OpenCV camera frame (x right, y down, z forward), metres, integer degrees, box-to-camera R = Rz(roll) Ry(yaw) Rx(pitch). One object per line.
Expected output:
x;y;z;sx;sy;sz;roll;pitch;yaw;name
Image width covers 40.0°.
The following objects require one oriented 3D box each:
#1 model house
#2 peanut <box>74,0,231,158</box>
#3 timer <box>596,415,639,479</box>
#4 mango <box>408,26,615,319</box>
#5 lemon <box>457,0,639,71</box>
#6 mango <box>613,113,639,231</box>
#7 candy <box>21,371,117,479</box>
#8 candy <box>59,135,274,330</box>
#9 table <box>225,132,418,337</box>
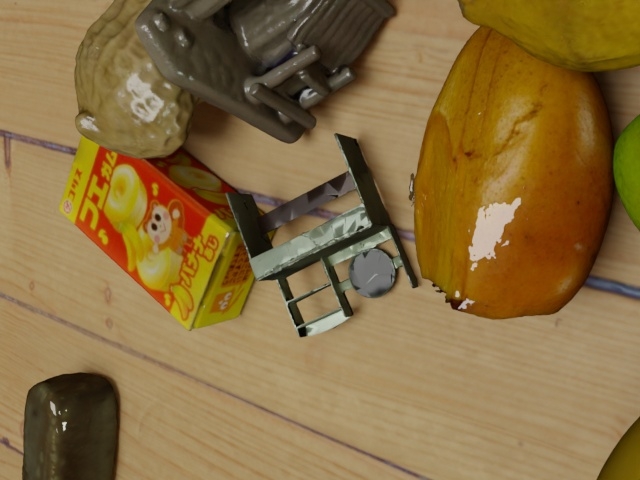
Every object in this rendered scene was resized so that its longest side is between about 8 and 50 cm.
-0.043;-0.217;0.870;0.188;0.229;0.122;-31;49;31;model house
-0.186;-0.201;0.999;0.197;0.110;0.233;37;84;21;peanut
0.358;0.261;0.562;0.376;0.376;0.387;-15;124;38;timer
0.168;-0.071;0.757;0.187;0.138;0.257;30;111;62;mango
0.224;-0.241;0.619;0.288;0.233;0.233;-32;76;16;lemon
0.349;-0.035;0.616;0.273;0.149;0.185;-14;92;49;mango
-0.355;0.301;1.232;0.102;0.104;0.233;15;105;40;candy
-0.193;-0.030;1.067;0.276;0.088;0.146;36;117;27;candy
0.000;0.000;0.925;0.146;0.062;0.175;-27;79;25;table
